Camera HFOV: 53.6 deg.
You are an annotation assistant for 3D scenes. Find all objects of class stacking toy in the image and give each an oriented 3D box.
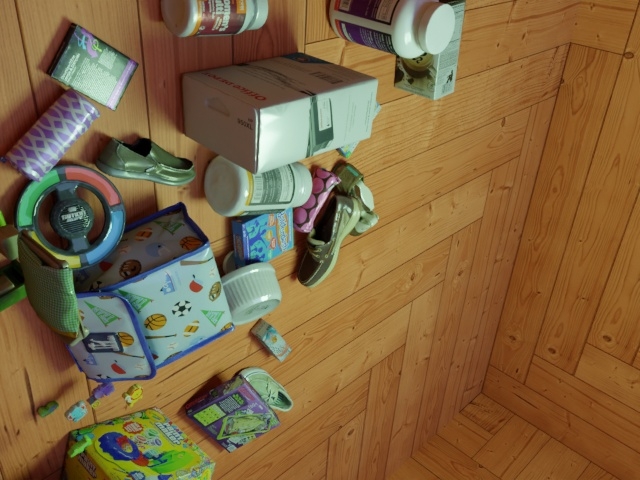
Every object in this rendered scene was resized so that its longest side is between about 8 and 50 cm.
[{"bbox_3d":[-0.571,0.397,1.566,0.221,0.167,0.052,-42,146,-23],"label":"stacking toy"}]

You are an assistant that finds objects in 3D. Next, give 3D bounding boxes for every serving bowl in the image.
[{"bbox_3d":[-0.256,0.065,1.845,0.083,0.027,0.083,-30,128,-46],"label":"serving bowl"}]

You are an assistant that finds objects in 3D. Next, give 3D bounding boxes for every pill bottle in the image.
[{"bbox_3d":[-0.161,-0.150,1.705,0.278,0.162,0.162,-7,119,-50],"label":"pill bottle"},{"bbox_3d":[0.190,-0.595,1.689,0.181,0.322,0.182,-30,135,-36],"label":"pill bottle"},{"bbox_3d":[-0.230,-0.516,1.399,0.221,0.121,0.121,-20,128,-42],"label":"pill bottle"}]

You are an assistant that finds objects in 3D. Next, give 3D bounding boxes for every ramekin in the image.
[{"bbox_3d":[-0.209,0.160,1.821,0.207,0.109,0.207,-24,161,-9],"label":"ramekin"}]

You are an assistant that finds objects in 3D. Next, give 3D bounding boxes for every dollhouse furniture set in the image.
[{"bbox_3d":[-0.598,0.088,1.202,0.151,0.301,0.198,-34,140,-36],"label":"dollhouse furniture set"}]

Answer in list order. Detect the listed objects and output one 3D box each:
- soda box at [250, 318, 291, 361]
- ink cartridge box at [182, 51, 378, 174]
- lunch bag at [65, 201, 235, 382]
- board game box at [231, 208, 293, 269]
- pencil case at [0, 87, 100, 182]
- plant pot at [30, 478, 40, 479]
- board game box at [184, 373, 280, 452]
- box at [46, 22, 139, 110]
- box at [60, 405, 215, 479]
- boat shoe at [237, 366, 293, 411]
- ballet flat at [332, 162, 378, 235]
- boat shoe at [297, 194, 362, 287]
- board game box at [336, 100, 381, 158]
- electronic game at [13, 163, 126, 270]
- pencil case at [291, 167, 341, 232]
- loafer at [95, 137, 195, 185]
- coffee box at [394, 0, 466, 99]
[{"bbox_3d":[-0.164,0.336,2.121,0.058,0.063,0.183,-50,143,-16],"label":"soda box"},{"bbox_3d":[-0.099,-0.326,1.551,0.394,0.285,0.166,-24,131,-40],"label":"ink cartridge box"},{"bbox_3d":[-0.433,0.150,1.525,0.385,0.239,0.328,-24,133,-19],"label":"lunch bag"},{"bbox_3d":[-0.165,-0.017,1.863,0.210,0.047,0.160,-31,129,-43],"label":"board game box"},{"bbox_3d":[-0.534,-0.208,1.270,0.206,0.086,0.088,-51,176,-11],"label":"pencil case"},{"bbox_3d":[-0.712,0.734,1.560,0.203,0.290,0.291,-52,148,-42],"label":"plant pot"},{"bbox_3d":[-0.282,0.577,2.091,0.208,0.056,0.347,-25,139,0],"label":"board game box"},{"bbox_3d":[-0.465,-0.353,1.301,0.162,0.029,0.116,27,91,-56],"label":"box"},{"bbox_3d":[-0.496,0.631,1.718,0.279,0.289,0.177,-4,116,-51],"label":"box"},{"bbox_3d":[-0.185,0.518,2.193,0.109,0.094,0.302,-57,145,-5],"label":"boat shoe"},{"bbox_3d":[0.132,-0.115,2.123,0.116,0.124,0.342,-43,141,-24],"label":"ballet flat"},{"bbox_3d":[0.000,0.000,2.029,0.123,0.123,0.342,11,119,-44],"label":"boat shoe"},{"bbox_3d":[0.101,-0.375,1.981,0.201,0.035,0.136,-57,145,-5],"label":"board game box"},{"bbox_3d":[-0.531,-0.048,1.354,0.229,0.048,0.230,-5,99,-34],"label":"electronic game"},{"bbox_3d":[-0.019,-0.121,1.955,0.095,0.098,0.209,25,94,-55],"label":"pencil case"},{"bbox_3d":[-0.387,-0.185,1.456,0.251,0.094,0.088,-1,119,-51],"label":"loafer"},{"bbox_3d":[0.340,-0.617,1.997,0.118,0.168,0.297,-29,134,-37],"label":"coffee box"}]
